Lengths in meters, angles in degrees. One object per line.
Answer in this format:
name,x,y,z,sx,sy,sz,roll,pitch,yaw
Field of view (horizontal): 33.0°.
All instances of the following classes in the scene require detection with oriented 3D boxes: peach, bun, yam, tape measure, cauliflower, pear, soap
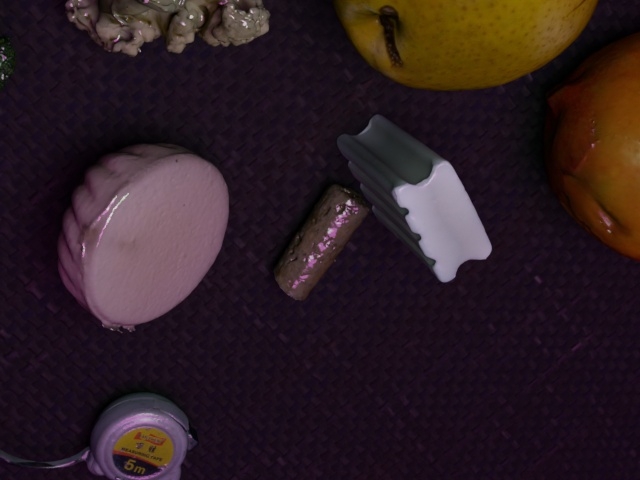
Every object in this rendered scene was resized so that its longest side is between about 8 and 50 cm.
peach,0.505,-0.142,1.582,0.372,0.290,0.373,-4,110,-10
bun,-0.269,-0.029,1.476,0.263,0.175,0.263,-37,144,-33
yam,0.000,0.000,1.604,0.078,0.078,0.179,29,101,-24
tape measure,-0.344,0.278,1.600,0.330,0.084,0.164,22,100,-24
cauliflower,-0.176,-0.329,1.322,0.327,0.281,0.260,-30,135,25
pear,0.190,-0.380,1.368,0.418,0.362,0.362,-41,118,-27
soap,0.126,-0.067,1.511,0.087,0.265,0.160,-32,115,-3

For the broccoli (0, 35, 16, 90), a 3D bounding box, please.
broccoli,-0.513,-0.276,1.276,0.297,0.297,0.297,9,76,-19
